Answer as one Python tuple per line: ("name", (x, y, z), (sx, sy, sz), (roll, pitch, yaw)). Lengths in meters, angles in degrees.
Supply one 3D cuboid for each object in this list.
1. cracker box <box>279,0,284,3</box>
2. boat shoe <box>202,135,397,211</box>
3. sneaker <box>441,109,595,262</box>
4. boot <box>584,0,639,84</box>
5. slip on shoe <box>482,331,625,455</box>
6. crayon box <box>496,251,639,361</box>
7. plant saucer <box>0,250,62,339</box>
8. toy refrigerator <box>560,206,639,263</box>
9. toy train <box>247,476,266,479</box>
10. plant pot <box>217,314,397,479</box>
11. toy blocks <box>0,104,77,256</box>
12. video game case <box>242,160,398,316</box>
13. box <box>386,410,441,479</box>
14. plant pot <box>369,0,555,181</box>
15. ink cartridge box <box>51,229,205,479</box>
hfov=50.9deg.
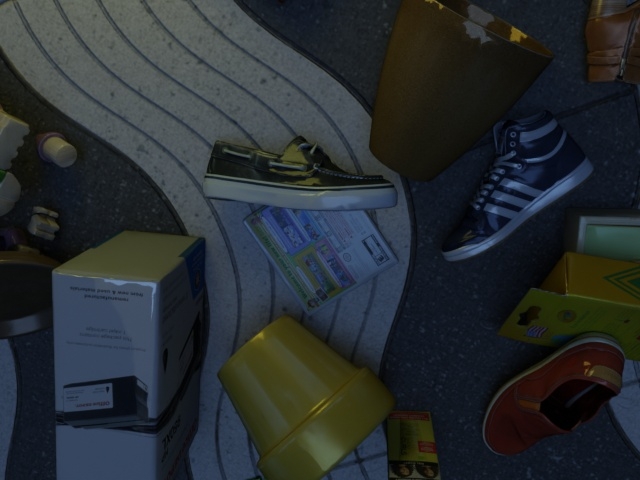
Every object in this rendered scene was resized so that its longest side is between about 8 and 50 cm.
("cracker box", (-0.114, -0.508, 1.051), (0.232, 0.067, 0.155), (35, 103, -5))
("boat shoe", (-0.039, -0.111, 1.089), (0.336, 0.121, 0.119), (6, 95, 15))
("sneaker", (0.289, -0.094, 1.096), (0.282, 0.099, 0.153), (-36, 103, 4))
("boot", (0.514, -0.319, 1.044), (0.197, 0.073, 0.152), (4, 102, 16))
("slip on shoe", (0.381, 0.282, 1.133), (0.123, 0.101, 0.331), (28, 131, -7))
("crayon box", (0.468, 0.113, 1.082), (0.319, 0.202, 0.081), (9, 61, 2))
("plant saucer", (-0.550, 0.096, 1.155), (0.278, 0.278, 0.041), (-24, 61, 10))
("toy refrigerator", (0.548, 0.006, 1.103), (0.270, 0.094, 0.102), (2, 103, 4))
("toy train", (-0.124, 0.473, 1.305), (0.083, 0.017, 0.023), (-18, 91, 9))
("plant pot", (-0.041, 0.268, 1.147), (0.254, 0.254, 0.239), (-45, 80, 12))
("toy blocks", (-0.619, -0.129, 1.131), (0.260, 0.309, 0.288), (30, 93, 31))
("video game case", (0.000, 0.000, 1.182), (0.193, 0.023, 0.212), (-32, 99, 11))
("box", (0.156, 0.371, 1.148), (0.088, 0.232, 0.058), (1, 103, 5))
("plant pot", (0.183, -0.225, 1.027), (0.237, 0.237, 0.254), (26, 117, -2))
("ink cartridge box", (-0.307, 0.207, 1.120), (0.166, 0.285, 0.394), (5, 104, 3))
